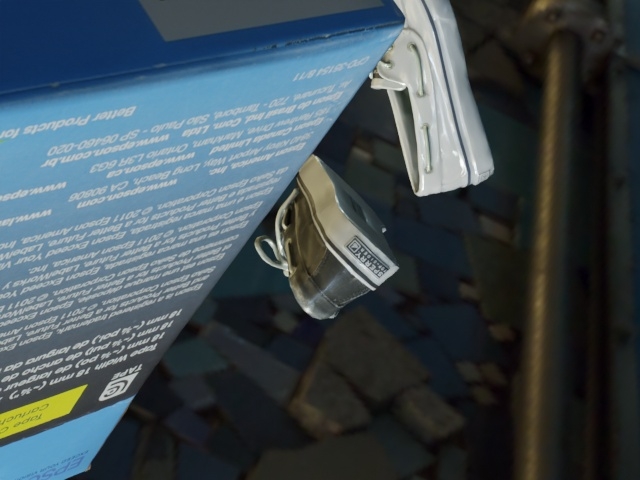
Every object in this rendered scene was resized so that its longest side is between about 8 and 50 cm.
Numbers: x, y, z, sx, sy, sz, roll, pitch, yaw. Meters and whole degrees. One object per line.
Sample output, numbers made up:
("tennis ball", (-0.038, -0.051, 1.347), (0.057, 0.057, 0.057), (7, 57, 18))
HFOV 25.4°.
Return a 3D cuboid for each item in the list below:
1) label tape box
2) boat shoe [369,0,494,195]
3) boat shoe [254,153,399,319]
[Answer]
("label tape box", (-0.150, 0.006, 0.571), (0.241, 0.106, 0.333), (-17, 154, -45))
("boat shoe", (0.076, -0.145, 1.177), (0.076, 0.226, 0.083), (-21, -175, -9))
("boat shoe", (0.003, 0.003, 1.385), (0.105, 0.113, 0.306), (-43, -161, 7))
